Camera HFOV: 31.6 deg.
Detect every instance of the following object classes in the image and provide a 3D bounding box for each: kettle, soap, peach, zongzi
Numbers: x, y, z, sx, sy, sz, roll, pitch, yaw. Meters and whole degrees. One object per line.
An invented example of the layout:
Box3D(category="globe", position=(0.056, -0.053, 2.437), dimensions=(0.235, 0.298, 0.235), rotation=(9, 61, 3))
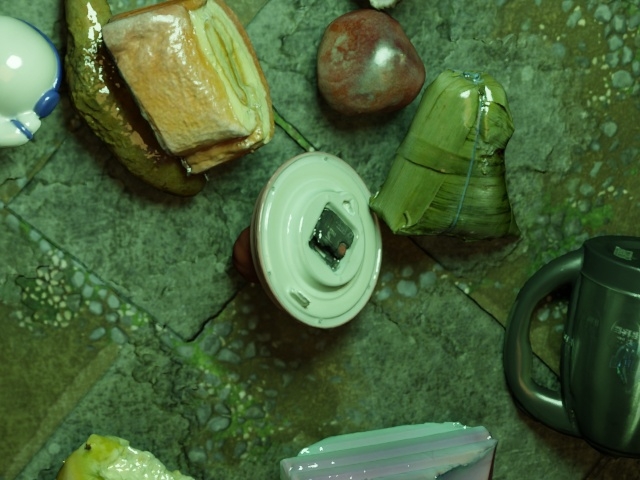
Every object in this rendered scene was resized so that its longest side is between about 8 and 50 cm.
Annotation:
Box3D(category="kettle", position=(0.438, 0.169, 1.706), dimensions=(0.321, 0.228, 0.324), rotation=(10, 105, 8))
Box3D(category="soap", position=(0.106, 0.354, 1.645), dimensions=(0.324, 0.193, 0.109), rotation=(-7, 106, -15))
Box3D(category="peach", position=(0.075, -0.237, 1.526), dimensions=(0.152, 0.152, 0.152), rotation=(-4, 103, -15))
Box3D(category="zongzi", position=(0.234, -0.112, 1.589), dimensions=(0.274, 0.125, 0.251), rotation=(7, 122, -33))

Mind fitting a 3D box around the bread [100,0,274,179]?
Box3D(category="bread", position=(-0.156, -0.202, 1.446), dimensions=(0.123, 0.190, 0.244), rotation=(-19, 110, 22))

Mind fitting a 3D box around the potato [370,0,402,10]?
Box3D(category="potato", position=(0.131, -0.471, 1.468), dimensions=(0.266, 0.229, 0.229), rotation=(-39, 111, -20))

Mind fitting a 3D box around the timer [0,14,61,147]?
Box3D(category="timer", position=(-0.463, -0.113, 1.366), dimensions=(0.270, 0.270, 0.383), rotation=(45, 73, -20))

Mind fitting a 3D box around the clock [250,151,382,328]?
Box3D(category="clock", position=(0.001, 0.000, 1.544), dimensions=(0.244, 0.056, 0.244), rotation=(8, 78, -46))

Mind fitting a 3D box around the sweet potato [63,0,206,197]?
Box3D(category="sweet potato", position=(-0.267, -0.185, 1.469), dimensions=(0.114, 0.092, 0.341), rotation=(-41, 112, -31))

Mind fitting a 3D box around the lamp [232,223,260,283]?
Box3D(category="lamp", position=(-0.075, 0.014, 1.568), dimensions=(0.101, 0.090, 0.101), rotation=(-28, 146, -21))

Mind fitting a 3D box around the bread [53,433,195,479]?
Box3D(category="bread", position=(-0.259, 0.443, 1.550), dimensions=(0.316, 0.211, 0.270), rotation=(35, 92, -17))
